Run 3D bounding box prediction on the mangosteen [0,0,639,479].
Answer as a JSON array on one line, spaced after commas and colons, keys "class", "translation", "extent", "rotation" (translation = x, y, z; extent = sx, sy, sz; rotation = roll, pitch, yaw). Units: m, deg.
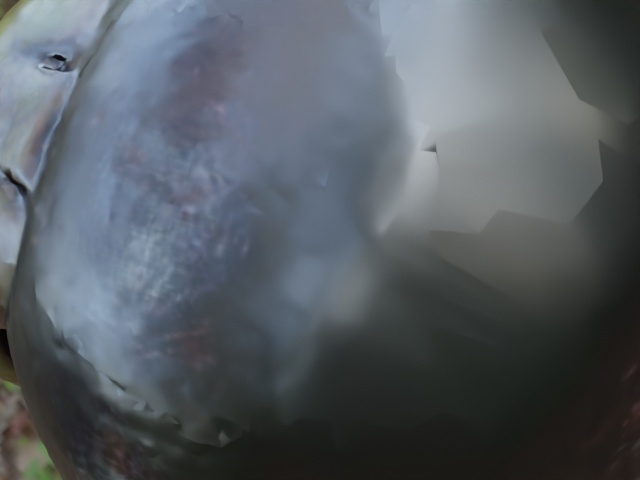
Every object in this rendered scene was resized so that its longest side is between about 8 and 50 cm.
[{"class": "mangosteen", "translation": [0.000, 0.000, 0.869], "extent": [0.435, 0.382, 0.382], "rotation": [6, 50, 30]}]
